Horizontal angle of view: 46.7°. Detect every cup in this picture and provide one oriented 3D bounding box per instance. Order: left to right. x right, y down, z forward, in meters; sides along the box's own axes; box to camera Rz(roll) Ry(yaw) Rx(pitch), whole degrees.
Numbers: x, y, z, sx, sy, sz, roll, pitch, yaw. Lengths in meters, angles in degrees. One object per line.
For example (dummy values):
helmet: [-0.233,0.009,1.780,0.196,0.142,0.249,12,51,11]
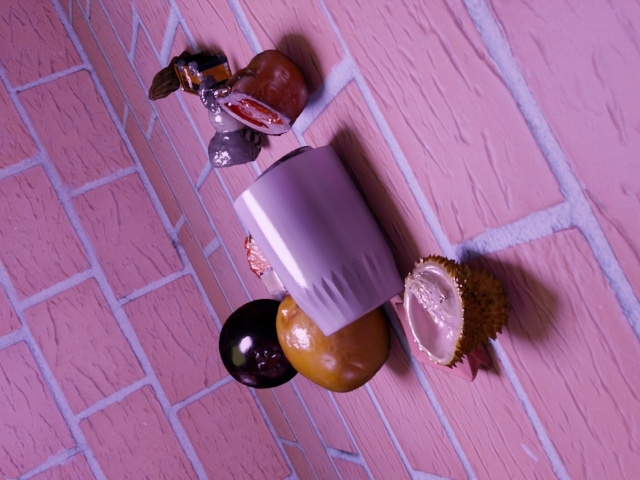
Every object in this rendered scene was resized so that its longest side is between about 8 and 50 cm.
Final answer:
cup: [0.000,0.000,1.590,0.371,0.253,0.253,60,160,7]

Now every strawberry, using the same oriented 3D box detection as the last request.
strawberry: [-0.123,0.046,2.181,0.175,0.107,0.236,-15,105,32]

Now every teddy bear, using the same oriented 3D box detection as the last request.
teddy bear: [-0.217,-0.309,1.944,0.171,0.144,0.251,14,118,21]

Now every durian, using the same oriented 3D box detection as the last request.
durian: [0.240,0.120,1.311,0.250,0.138,0.183,25,134,61]

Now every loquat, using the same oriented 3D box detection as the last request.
loquat: [0.028,0.231,1.808,0.276,0.276,0.283,41,153,46]

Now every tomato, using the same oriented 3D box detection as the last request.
tomato: [-0.115,-0.331,1.602,0.181,0.155,0.214,34,166,-27]

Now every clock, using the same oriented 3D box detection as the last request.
clock: [-0.045,0.062,1.861,0.071,0.192,0.147,62,159,0]

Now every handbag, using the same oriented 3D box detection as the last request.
handbag: [0.245,0.189,1.499,0.212,0.059,0.157,8,124,64]

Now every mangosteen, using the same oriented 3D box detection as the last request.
mangosteen: [-0.185,0.314,2.393,0.297,0.297,0.313,87,172,-47]

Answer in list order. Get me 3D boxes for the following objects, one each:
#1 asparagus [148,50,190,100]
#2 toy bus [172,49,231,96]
asparagus: [-0.428,-0.481,2.155,0.080,0.287,0.080,12,131,14]
toy bus: [-0.324,-0.457,2.052,0.201,0.098,0.114,28,140,55]
